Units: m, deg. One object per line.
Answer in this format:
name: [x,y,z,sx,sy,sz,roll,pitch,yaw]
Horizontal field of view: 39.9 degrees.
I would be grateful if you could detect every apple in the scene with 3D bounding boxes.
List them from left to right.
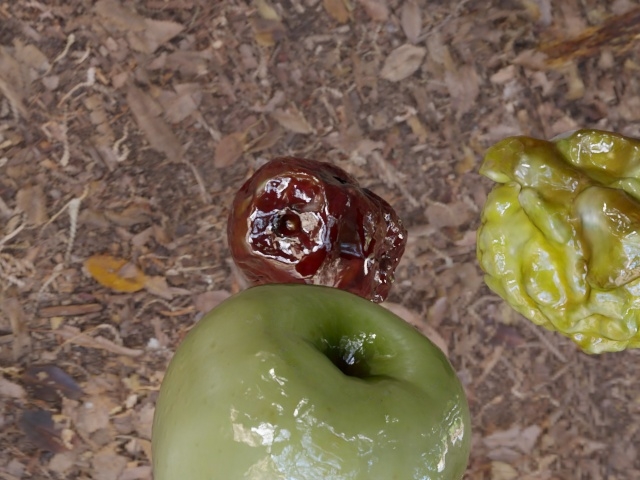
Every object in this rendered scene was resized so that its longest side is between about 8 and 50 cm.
apple: [-0.018,0.226,0.978,0.357,0.357,0.357,7,78,-34]

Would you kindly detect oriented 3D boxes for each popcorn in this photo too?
popcorn: [0.271,-0.011,0.897,0.251,0.237,0.206,41,74,-26]

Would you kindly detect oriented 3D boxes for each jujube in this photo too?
jujube: [-0.001,-0.001,1.476,0.377,0.276,0.277,45,48,-71]

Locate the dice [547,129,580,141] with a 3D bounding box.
dice: [0.374,-0.036,1.327,0.194,0.192,0.193,45,45,-7]
